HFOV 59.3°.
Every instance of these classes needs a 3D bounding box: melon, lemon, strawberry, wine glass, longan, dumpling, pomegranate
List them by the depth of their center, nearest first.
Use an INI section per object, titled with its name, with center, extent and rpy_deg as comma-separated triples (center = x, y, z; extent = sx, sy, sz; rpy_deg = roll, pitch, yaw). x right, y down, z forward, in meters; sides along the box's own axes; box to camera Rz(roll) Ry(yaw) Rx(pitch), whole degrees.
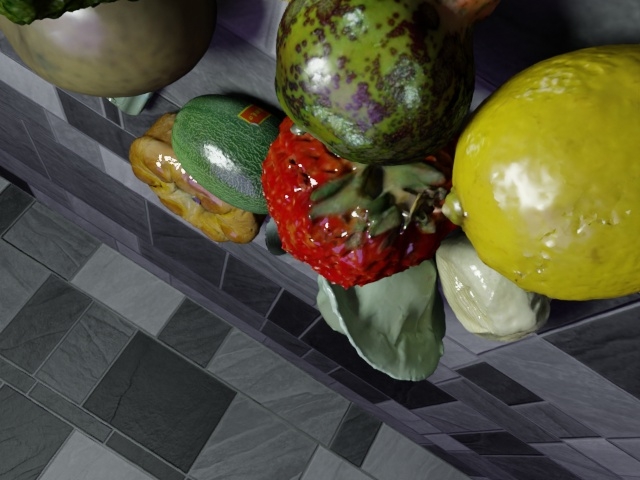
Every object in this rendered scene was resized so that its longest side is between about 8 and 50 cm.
[pomegranate]
center = 0.066, -0.208, 0.550
extent = 0.203, 0.222, 0.277
rpy_deg = 16, 125, 1
[lemon]
center = 0.277, -0.067, 0.566
extent = 0.283, 0.261, 0.260
rpy_deg = 8, 157, -7
[longan]
center = -0.305, -0.340, 0.766
extent = 0.350, 0.288, 0.288
rpy_deg = 29, 157, 26
[strawberry]
center = 0.055, -0.054, 0.840
extent = 0.311, 0.267, 0.351
rpy_deg = 5, 161, -18
[melon]
center = -0.132, -0.149, 1.011
extent = 0.287, 0.182, 0.182
rpy_deg = 34, 156, 0
[dumpling]
center = 0.119, 0.109, 1.070
extent = 0.211, 0.320, 0.270
rpy_deg = 6, 119, 57
[wine glass]
center = 0.000, 0.000, 1.106
extent = 0.222, 0.103, 0.103
rpy_deg = 6, 179, -43

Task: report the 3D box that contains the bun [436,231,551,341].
[bun]
center = 0.303, 0.073, 0.969
extent = 0.229, 0.145, 0.229
rpy_deg = 62, 175, 9

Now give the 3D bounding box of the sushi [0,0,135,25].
[sushi]
center = -0.287, -0.384, 0.468
extent = 0.352, 0.178, 0.294
rpy_deg = 49, 153, 9

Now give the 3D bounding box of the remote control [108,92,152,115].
[remote control]
center = -0.368, -0.339, 1.079
extent = 0.128, 0.066, 0.335
rpy_deg = 42, 154, -16

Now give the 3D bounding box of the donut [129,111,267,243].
[donut]
center = -0.250, -0.126, 1.212
extent = 0.299, 0.150, 0.317
rpy_deg = 17, 154, 43
